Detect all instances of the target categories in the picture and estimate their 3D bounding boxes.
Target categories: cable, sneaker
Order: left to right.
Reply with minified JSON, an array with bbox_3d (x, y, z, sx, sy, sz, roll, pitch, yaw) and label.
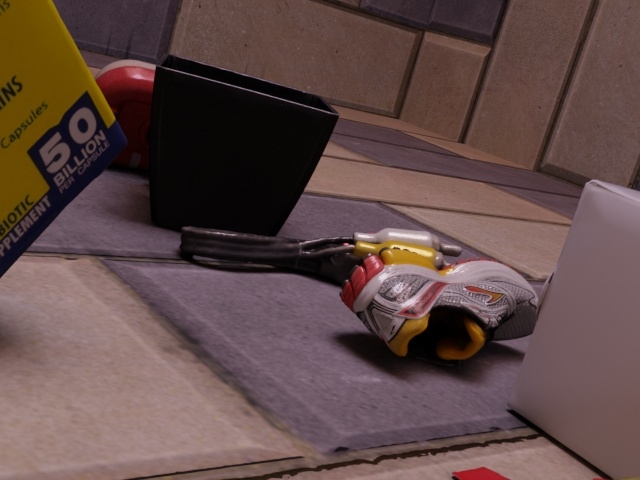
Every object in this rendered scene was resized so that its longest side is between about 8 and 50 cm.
[{"bbox_3d":[0.000,0.000,0.910,0.287,0.072,0.139,13,8,-14],"label":"cable"},{"bbox_3d":[0.120,0.072,0.776,0.225,0.088,0.092,5,37,-39],"label":"sneaker"}]

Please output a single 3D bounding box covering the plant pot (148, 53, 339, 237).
[{"bbox_3d":[-0.103,-0.095,0.970,0.188,0.167,0.187,15,13,-11],"label":"plant pot"}]

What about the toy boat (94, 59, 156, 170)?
[{"bbox_3d":[-0.185,-0.121,1.112,0.231,0.151,0.151,8,46,-29],"label":"toy boat"}]

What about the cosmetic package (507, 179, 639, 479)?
[{"bbox_3d":[0.322,0.110,0.579,0.155,0.197,0.365,7,17,-36],"label":"cosmetic package"}]

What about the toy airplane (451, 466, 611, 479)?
[{"bbox_3d":[0.151,0.157,0.509,0.151,0.028,0.151,16,4,-1],"label":"toy airplane"}]

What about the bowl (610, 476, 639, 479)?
[{"bbox_3d":[0.146,0.151,0.248,0.290,0.156,0.289,17,15,-5],"label":"bowl"}]

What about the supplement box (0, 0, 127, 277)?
[{"bbox_3d":[-0.280,-0.127,0.426,0.195,0.194,0.356,23,-27,27],"label":"supplement box"}]
